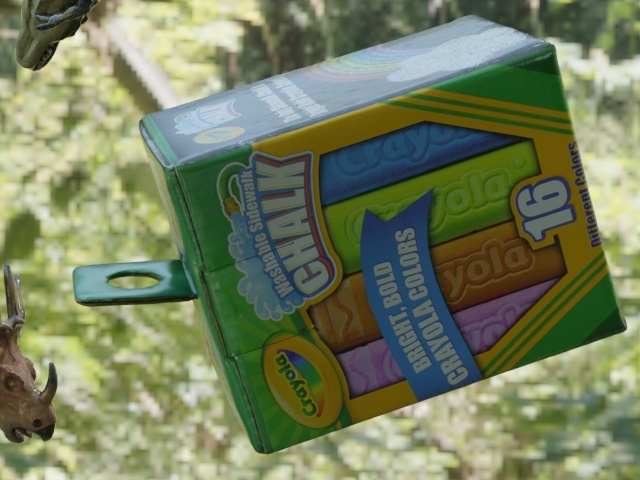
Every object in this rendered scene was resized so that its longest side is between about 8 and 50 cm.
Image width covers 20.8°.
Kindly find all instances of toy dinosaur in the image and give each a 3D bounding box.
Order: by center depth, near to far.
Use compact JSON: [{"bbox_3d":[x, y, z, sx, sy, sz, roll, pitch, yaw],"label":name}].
[{"bbox_3d":[-0.096,-0.143,0.802,0.268,0.064,0.118,-23,2,45],"label":"toy dinosaur"},{"bbox_3d":[-0.357,0.056,1.463,0.200,0.127,0.295,-16,-43,34],"label":"toy dinosaur"}]

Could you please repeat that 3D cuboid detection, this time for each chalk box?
[{"bbox_3d":[0.000,0.000,1.023,0.289,0.179,0.180,-19,15,-5],"label":"chalk box"}]
